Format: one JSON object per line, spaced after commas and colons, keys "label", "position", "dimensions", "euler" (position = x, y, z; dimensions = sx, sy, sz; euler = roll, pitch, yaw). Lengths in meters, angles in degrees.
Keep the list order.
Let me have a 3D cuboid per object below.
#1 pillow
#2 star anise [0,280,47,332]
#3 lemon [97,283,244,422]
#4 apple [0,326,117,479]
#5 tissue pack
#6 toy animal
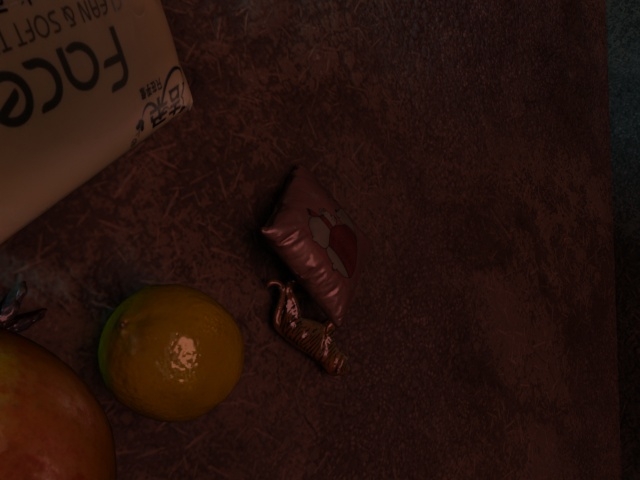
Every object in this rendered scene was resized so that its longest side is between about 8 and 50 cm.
{"label": "pillow", "position": [0.000, 0.000, 0.921], "dimensions": [0.236, 0.084, 0.223], "euler": [48, 38, -24]}
{"label": "star anise", "position": [-0.393, 0.106, 0.639], "dimensions": [0.141, 0.042, 0.140], "euler": [5, 83, -41]}
{"label": "lemon", "position": [-0.193, 0.151, 0.715], "dimensions": [0.203, 0.178, 0.178], "euler": [47, 59, -41]}
{"label": "apple", "position": [-0.349, 0.228, 0.495], "dimensions": [0.299, 0.299, 0.275], "euler": [-44, 138, -33]}
{"label": "tissue pack", "position": [-0.331, -0.197, 0.488], "dimensions": [0.405, 0.205, 0.331], "euler": [-59, 147, -49]}
{"label": "toy animal", "position": [-0.016, 0.153, 0.937], "dimensions": [0.241, 0.057, 0.099], "euler": [41, 62, -30]}
